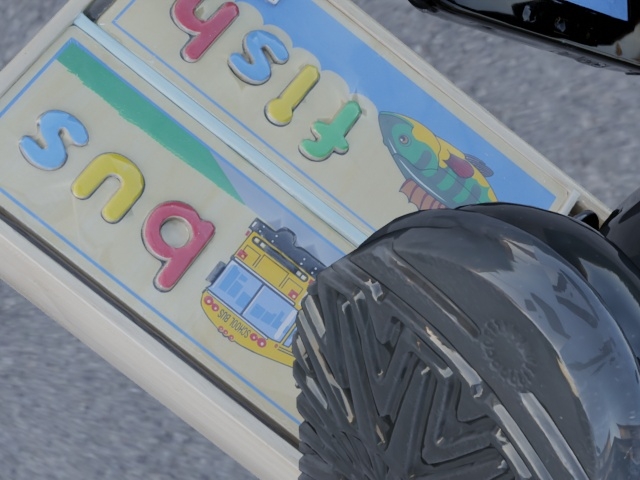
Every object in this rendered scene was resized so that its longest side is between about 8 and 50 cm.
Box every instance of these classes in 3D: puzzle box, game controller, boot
[{"bbox_3d":[0.000,0.000,0.884,0.409,0.052,0.272,38,61,-4],"label":"puzzle box"},{"bbox_3d":[0.165,-0.225,1.113,0.319,0.067,0.166,8,87,-44],"label":"game controller"},{"bbox_3d":[0.197,-0.008,0.695,0.445,0.367,0.146,-34,74,-22],"label":"boot"}]
